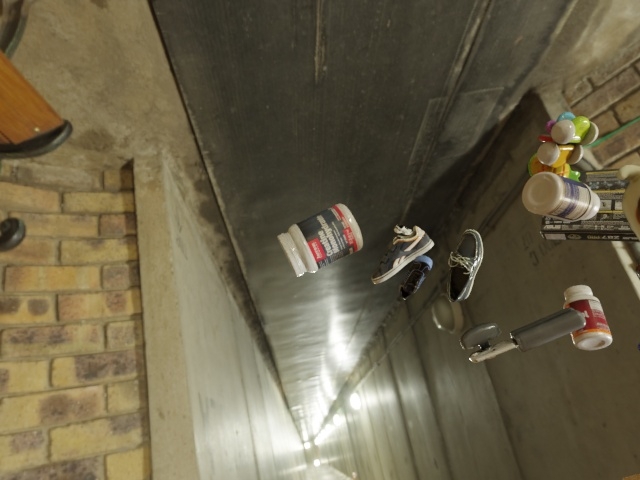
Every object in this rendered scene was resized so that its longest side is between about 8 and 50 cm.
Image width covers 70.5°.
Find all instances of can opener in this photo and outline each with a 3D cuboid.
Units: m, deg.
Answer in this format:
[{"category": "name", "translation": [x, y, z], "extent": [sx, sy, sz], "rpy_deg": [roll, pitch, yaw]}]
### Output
[{"category": "can opener", "translation": [0.488, 0.220, 1.113], "extent": [0.284, 0.095, 0.076], "rpy_deg": [-27, 176, 10]}]

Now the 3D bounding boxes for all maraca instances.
[{"category": "maraca", "translation": [0.821, -0.237, 1.593], "extent": [0.127, 0.186, 0.099], "rpy_deg": [-50, 171, 1]}]

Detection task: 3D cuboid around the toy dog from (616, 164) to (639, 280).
[{"category": "toy dog", "translation": [1.000, -0.024, 1.233], "extent": [0.395, 0.407, 0.285], "rpy_deg": [43, 135, -13]}]

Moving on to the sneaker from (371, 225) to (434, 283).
[{"category": "sneaker", "translation": [0.341, 0.060, 2.038], "extent": [0.321, 0.127, 0.126], "rpy_deg": [-37, -173, 5]}]

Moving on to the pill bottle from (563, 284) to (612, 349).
[{"category": "pill bottle", "translation": [0.679, 0.196, 1.163], "extent": [0.086, 0.152, 0.086], "rpy_deg": [4, 142, 3]}]

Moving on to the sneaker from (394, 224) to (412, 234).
[{"category": "sneaker", "translation": [0.361, -0.048, 1.956], "extent": [0.083, 0.032, 0.036], "rpy_deg": [6, 128, -14]}]

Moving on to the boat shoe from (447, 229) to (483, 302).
[{"category": "boat shoe", "translation": [0.483, 0.089, 1.545], "extent": [0.079, 0.095, 0.254], "rpy_deg": [-9, 117, -54]}]

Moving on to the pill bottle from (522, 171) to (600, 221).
[{"category": "pill bottle", "translation": [0.546, -0.093, 1.020], "extent": [0.170, 0.094, 0.094], "rpy_deg": [9, 147, -29]}]

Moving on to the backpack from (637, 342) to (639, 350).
[{"category": "backpack", "translation": [0.897, 0.282, 1.161], "extent": [0.098, 0.120, 0.101], "rpy_deg": [-19, 147, -36]}]

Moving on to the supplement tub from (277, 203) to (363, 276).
[{"category": "supplement tub", "translation": [0.000, 0.000, 1.659], "extent": [0.272, 0.191, 0.191], "rpy_deg": [-26, 155, -7]}]

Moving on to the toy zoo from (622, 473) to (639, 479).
[{"category": "toy zoo", "translation": [0.934, 0.619, 1.099], "extent": [0.293, 0.030, 0.192], "rpy_deg": [24, 138, -8]}]

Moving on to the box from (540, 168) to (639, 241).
[{"category": "box", "translation": [1.197, -0.156, 1.981], "extent": [0.395, 0.318, 0.097], "rpy_deg": [1, 157, 37]}]

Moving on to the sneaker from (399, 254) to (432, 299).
[{"category": "sneaker", "translation": [0.372, 0.151, 1.784], "extent": [0.082, 0.090, 0.232], "rpy_deg": [22, 144, 6]}]

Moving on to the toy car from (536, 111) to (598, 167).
[{"category": "toy car", "translation": [0.784, -0.335, 1.475], "extent": [0.159, 0.136, 0.182], "rpy_deg": [-4, 137, -22]}]
